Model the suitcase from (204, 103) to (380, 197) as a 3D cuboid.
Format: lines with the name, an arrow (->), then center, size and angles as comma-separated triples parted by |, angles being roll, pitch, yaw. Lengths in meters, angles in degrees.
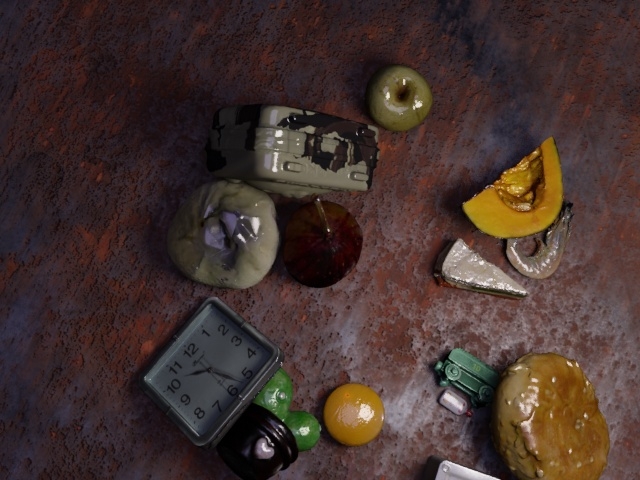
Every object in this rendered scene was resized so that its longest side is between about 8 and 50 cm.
suitcase -> -0.078, -0.194, 1.786 | 0.351, 0.339, 0.194 | 5, 92, -40

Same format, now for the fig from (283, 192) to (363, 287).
fig -> 0.014, 0.007, 1.788 | 0.186, 0.249, 0.204 | 24, 82, -10

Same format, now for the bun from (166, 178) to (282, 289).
bun -> -0.221, -0.019, 1.829 | 0.272, 0.168, 0.273 | 0, 85, 3

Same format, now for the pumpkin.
pumpkin -> 0.473, -0.086, 1.868 | 0.312, 0.148, 0.169 | -38, 78, -14

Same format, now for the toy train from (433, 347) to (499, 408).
toy train -> 0.347, 0.316, 1.828 | 0.172, 0.070, 0.099 | 33, 62, 4

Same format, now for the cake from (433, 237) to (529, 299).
cake -> 0.368, 0.100, 1.863 | 0.220, 0.086, 0.117 | 42, 80, 6

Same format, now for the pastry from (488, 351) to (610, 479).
pastry -> 0.486, 0.402, 1.745 | 0.284, 0.184, 0.316 | -25, 91, -33

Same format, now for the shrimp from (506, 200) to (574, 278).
shrimp -> 0.529, -0.016, 1.914 | 0.152, 0.046, 0.219 | 30, 80, 1

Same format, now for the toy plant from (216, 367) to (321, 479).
toy plant -> -0.117, 0.408, 1.755 | 0.218, 0.175, 0.235 | 47, 53, 0

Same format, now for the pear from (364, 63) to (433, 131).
pear -> 0.189, -0.345, 1.923 | 0.167, 0.136, 0.167 | 0, 82, -3

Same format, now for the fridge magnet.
fridge magnet -> 0.076, 0.397, 1.806 | 0.143, 0.063, 0.143 | 1, 78, -4

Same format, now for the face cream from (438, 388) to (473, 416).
face cream -> 0.317, 0.382, 1.838 | 0.083, 0.021, 0.040 | 34, 77, 4

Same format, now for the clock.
clock -> -0.244, 0.292, 1.769 | 0.279, 0.049, 0.273 | 34, 78, 38

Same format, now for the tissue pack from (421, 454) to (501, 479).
tissue pack -> 0.288, 0.615, 1.733 | 0.159, 0.136, 0.246 | 20, 78, 2
